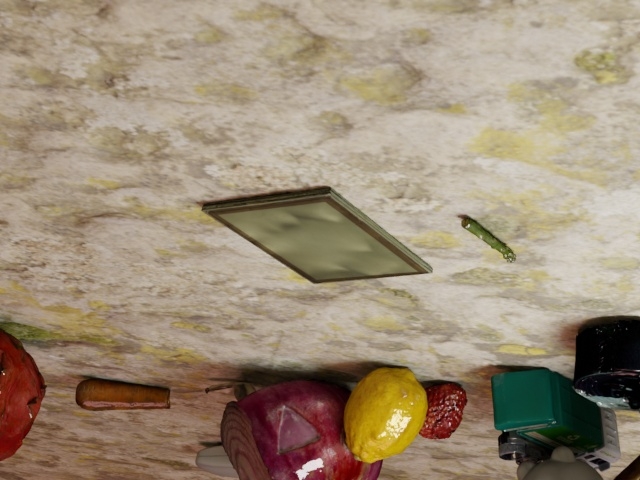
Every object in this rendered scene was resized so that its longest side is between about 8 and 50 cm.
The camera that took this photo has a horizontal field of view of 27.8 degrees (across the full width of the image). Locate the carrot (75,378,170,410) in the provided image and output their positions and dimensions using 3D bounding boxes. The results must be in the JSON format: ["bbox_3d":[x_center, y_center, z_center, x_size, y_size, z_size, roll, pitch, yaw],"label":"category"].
[{"bbox_3d":[-0.336,0.265,2.204,0.161,0.055,0.055,2,159,-2],"label":"carrot"}]

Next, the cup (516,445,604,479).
[{"bbox_3d":[0.346,0.384,1.816,0.134,0.142,0.173,-19,142,9],"label":"cup"}]

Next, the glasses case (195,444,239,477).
[{"bbox_3d":[-0.143,0.433,2.532,0.233,0.059,0.092,-8,151,37],"label":"glasses case"}]

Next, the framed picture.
[{"bbox_3d":[0.000,0.000,1.457,0.173,0.010,0.231,-6,155,32],"label":"framed picture"}]

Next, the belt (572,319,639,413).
[{"bbox_3d":[0.394,0.164,1.625,0.151,0.078,0.198,-5,156,27],"label":"belt"}]

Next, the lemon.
[{"bbox_3d":[0.093,0.255,1.887,0.114,0.155,0.114,27,-171,-4],"label":"lemon"}]

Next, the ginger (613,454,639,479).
[{"bbox_3d":[0.465,0.319,1.609,0.176,0.418,0.254,46,-178,26],"label":"ginger"}]

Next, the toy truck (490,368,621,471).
[{"bbox_3d":[0.333,0.263,1.861,0.124,0.114,0.253,-25,142,38],"label":"toy truck"}]

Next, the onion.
[{"bbox_3d":[-0.016,0.324,2.015,0.230,0.272,0.256,-12,172,-20],"label":"onion"}]

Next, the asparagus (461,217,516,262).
[{"bbox_3d":[0.184,0.002,1.386,0.015,0.014,0.114,36,-179,44],"label":"asparagus"}]

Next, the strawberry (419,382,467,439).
[{"bbox_3d":[0.180,0.252,1.938,0.083,0.083,0.096,15,125,-15],"label":"strawberry"}]

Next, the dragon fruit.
[{"bbox_3d":[-0.540,0.231,1.963,0.241,0.241,0.252,13,171,-11],"label":"dragon fruit"}]
